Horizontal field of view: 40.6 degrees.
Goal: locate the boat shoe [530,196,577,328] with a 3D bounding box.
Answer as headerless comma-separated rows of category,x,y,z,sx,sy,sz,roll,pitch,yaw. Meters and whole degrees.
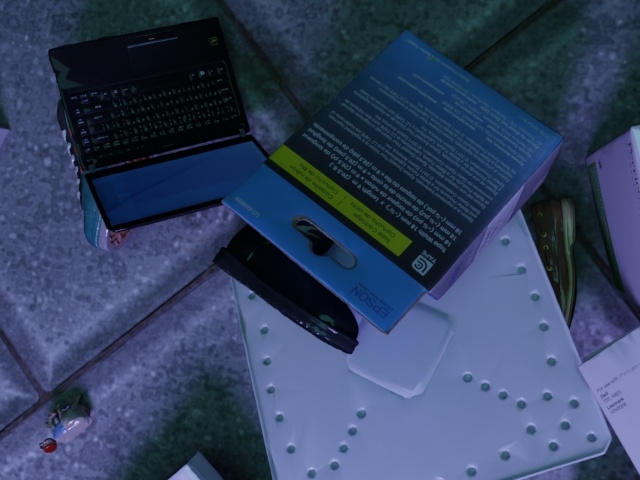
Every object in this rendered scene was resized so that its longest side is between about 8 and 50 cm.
boat shoe,0.296,0.033,1.103,0.060,0.064,0.177,-1,84,17

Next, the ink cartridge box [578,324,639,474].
ink cartridge box,0.435,0.221,0.930,0.117,0.201,0.278,-45,56,35

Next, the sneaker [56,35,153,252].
sneaker,-0.307,-0.136,1.209,0.121,0.108,0.302,5,84,13

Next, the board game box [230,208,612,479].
board game box,0.102,0.134,1.075,0.390,0.050,0.389,-21,62,11

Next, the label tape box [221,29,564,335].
label tape box,0.085,-0.060,1.011,0.241,0.106,0.334,39,67,16

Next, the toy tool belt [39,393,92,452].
toy tool belt,-0.374,0.265,1.256,0.083,0.052,0.051,-39,52,7

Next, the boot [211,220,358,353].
boot,0.000,0.000,1.085,0.246,0.094,0.207,33,85,37

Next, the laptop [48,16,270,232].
laptop,-0.194,-0.157,1.098,0.234,0.136,0.264,-16,90,-18

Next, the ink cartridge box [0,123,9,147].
ink cartridge box,-0.534,-0.174,1.259,0.122,0.088,0.052,30,97,10

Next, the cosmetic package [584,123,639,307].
cosmetic package,0.397,-0.030,0.923,0.155,0.365,0.196,-12,87,12

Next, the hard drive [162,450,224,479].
hard drive,-0.123,0.478,1.155,0.353,0.047,0.233,49,118,3
